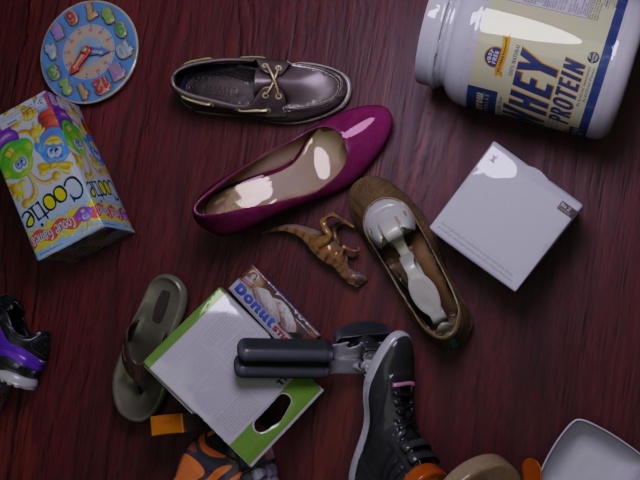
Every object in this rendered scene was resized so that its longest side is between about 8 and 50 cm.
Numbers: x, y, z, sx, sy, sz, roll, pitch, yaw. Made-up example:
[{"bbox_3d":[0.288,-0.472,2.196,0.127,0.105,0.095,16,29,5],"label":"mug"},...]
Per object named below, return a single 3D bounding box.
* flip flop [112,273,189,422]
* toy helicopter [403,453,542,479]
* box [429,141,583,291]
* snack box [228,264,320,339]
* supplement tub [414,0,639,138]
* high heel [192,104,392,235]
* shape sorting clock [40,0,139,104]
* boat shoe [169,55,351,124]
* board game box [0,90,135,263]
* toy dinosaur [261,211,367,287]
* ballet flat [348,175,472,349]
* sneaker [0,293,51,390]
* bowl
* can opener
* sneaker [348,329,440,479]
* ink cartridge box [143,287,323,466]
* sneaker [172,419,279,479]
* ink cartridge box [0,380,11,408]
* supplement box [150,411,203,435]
[{"bbox_3d":[-0.315,0.194,1.666,0.112,0.080,0.277,19,90,13],"label":"flip flop"},{"bbox_3d":[0.270,0.498,1.470,0.235,0.140,0.355,-16,113,-24],"label":"toy helicopter"},{"bbox_3d":[0.309,-0.036,1.527,0.181,0.119,0.182,38,94,13],"label":"box"},{"bbox_3d":[-0.083,0.129,1.649,0.064,0.022,0.178,-46,79,7],"label":"snack box"},{"bbox_3d":[0.337,-0.313,1.482,0.325,0.235,0.235,17,90,13],"label":"supplement tub"},{"bbox_3d":[-0.043,-0.122,1.577,0.377,0.181,0.127,-37,80,8],"label":"high heel"},{"bbox_3d":[-0.445,-0.362,1.754,0.206,0.040,0.206,-1,86,12],"label":"shape sorting clock"},{"bbox_3d":[-0.110,-0.276,1.646,0.325,0.097,0.116,4,87,13],"label":"boat shoe"},{"bbox_3d":[-0.481,-0.112,1.691,0.142,0.144,0.275,-26,82,9],"label":"board game box"},{"bbox_3d":[0.000,0.000,1.620,0.211,0.064,0.112,36,95,13],"label":"toy dinosaur"},{"bbox_3d":[0.148,0.031,1.554,0.116,0.124,0.342,-28,81,9],"label":"ballet flat"},{"bbox_3d":[-0.636,0.160,1.735,0.293,0.102,0.146,25,87,8],"label":"sneaker"},{"bbox_3d":[0.442,0.376,1.503,0.142,0.053,0.142,31,93,12],"label":"bowl"},{"bbox_3d":[-0.009,0.192,1.557,0.280,0.093,0.074,0,126,-19],"label":"can opener"},{"bbox_3d":[0.143,0.305,1.518,0.147,0.105,0.295,16,96,48],"label":"sneaker"},{"bbox_3d":[-0.153,0.240,1.594,0.255,0.097,0.189,44,75,3],"label":"ink cartridge box"},{"bbox_3d":[-0.153,0.484,1.602,0.180,0.124,0.321,-19,71,14],"label":"sneaker"},{"bbox_3d":[-0.684,0.314,1.671,0.093,0.212,0.154,29,93,16],"label":"ink cartridge box"},{"bbox_3d":[-0.255,0.326,1.634,0.062,0.098,0.036,-9,81,13],"label":"supplement box"}]
